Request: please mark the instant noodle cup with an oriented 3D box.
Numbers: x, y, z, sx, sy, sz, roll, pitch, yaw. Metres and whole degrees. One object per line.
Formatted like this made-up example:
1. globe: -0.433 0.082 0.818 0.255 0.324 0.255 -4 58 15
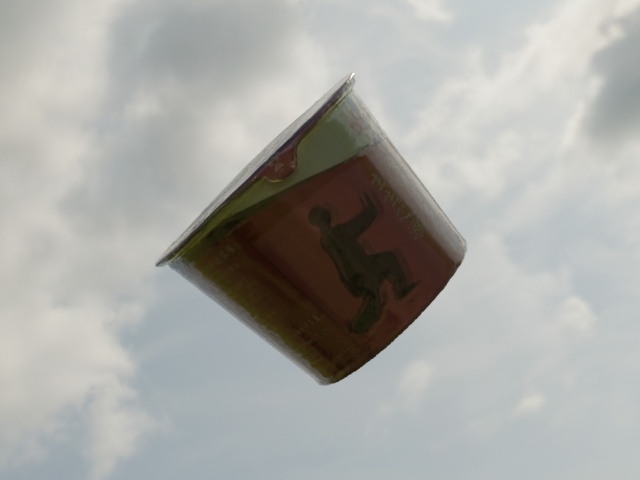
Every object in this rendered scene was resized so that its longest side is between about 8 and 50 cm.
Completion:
1. instant noodle cup: 0.000 0.000 1.002 0.235 0.178 0.235 -42 7 6
